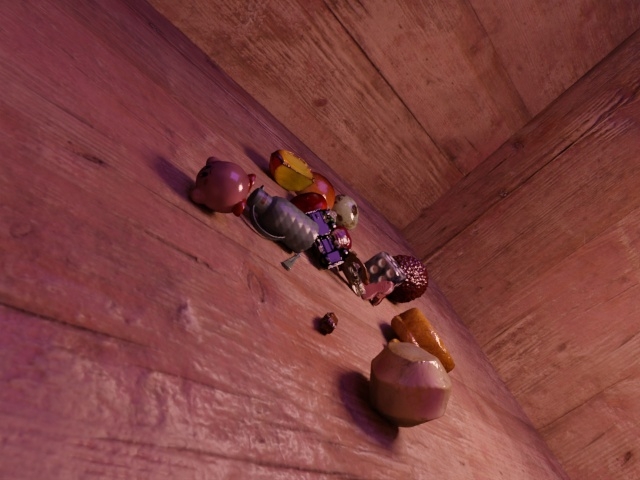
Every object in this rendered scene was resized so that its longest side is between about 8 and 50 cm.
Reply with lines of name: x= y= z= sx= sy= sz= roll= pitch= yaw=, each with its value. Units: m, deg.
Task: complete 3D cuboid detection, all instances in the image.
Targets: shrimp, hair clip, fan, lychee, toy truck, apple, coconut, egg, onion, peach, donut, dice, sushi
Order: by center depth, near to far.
coconut: x=0.260 y=0.443 z=1.285 sx=0.259 sy=0.259 sz=0.259 roll=43 pitch=16 yaw=-16
sushi: x=0.028 y=0.266 z=1.395 sx=0.055 sy=0.052 sz=0.120 roll=47 pitch=15 yaw=-1
fan: x=-0.102 y=0.072 z=1.583 sx=0.038 sy=0.016 sz=0.193 roll=46 pitch=16 yaw=0
toy truck: x=0.003 y=0.000 z=1.807 sx=0.127 sy=0.127 sz=0.257 roll=-20 pitch=76 yaw=-34
donut: x=0.436 y=0.443 z=1.840 sx=0.317 sy=0.150 sz=0.299 roll=57 pitch=4 yaw=10
shrimp: x=0.156 y=0.136 z=1.846 sx=0.173 sy=0.058 sz=0.253 roll=-1 pitch=-60 yaw=58
onion: x=0.082 y=0.034 z=1.952 sx=0.195 sy=0.140 sz=0.218 roll=64 pitch=1 yaw=-73
hair clip: x=0.259 y=0.226 z=1.964 sx=0.102 sy=0.138 sz=0.123 roll=37 pitch=26 yaw=-19
peach: x=-0.051 y=-0.188 z=2.098 sx=0.189 sy=0.068 sz=0.279 roll=-1 pitch=24 yaw=-16
dice: x=0.301 y=0.171 z=2.113 sx=0.181 sy=0.182 sz=0.183 roll=52 pitch=15 yaw=16
toy truck: x=0.026 y=-0.090 z=2.172 sx=0.125 sy=0.101 sz=0.242 roll=48 pitch=17 yaw=-17
peach: x=-0.175 y=-0.360 z=2.182 sx=0.267 sy=0.154 sz=0.159 roll=23 pitch=37 yaw=-38
lychee: x=0.430 y=0.205 z=2.292 sx=0.264 sy=0.300 sz=0.264 roll=169 pitch=-90 yaw=-81
apple: x=-0.007 y=-0.279 z=2.421 sx=0.251 sy=0.163 sz=0.293 roll=42 pitch=18 yaw=-15
egg: x=0.145 y=-0.166 z=2.547 sx=0.169 sy=0.169 sz=0.231 roll=17 pitch=48 yaw=-62

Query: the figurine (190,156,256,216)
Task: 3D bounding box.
figurine: x=-0.309 y=-0.171 z=1.349 sx=0.173 sy=0.173 sz=0.173 roll=43 pitch=16 yaw=-16

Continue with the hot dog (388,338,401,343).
hot dog: x=0.315 y=0.483 z=1.620 sx=0.088 sy=0.061 sz=0.286 roll=42 pitch=14 yaw=-19

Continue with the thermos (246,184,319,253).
thermos: x=-0.154 y=-0.070 z=1.591 sx=0.286 sy=0.145 sz=0.182 roll=37 pitch=49 yaw=-26
